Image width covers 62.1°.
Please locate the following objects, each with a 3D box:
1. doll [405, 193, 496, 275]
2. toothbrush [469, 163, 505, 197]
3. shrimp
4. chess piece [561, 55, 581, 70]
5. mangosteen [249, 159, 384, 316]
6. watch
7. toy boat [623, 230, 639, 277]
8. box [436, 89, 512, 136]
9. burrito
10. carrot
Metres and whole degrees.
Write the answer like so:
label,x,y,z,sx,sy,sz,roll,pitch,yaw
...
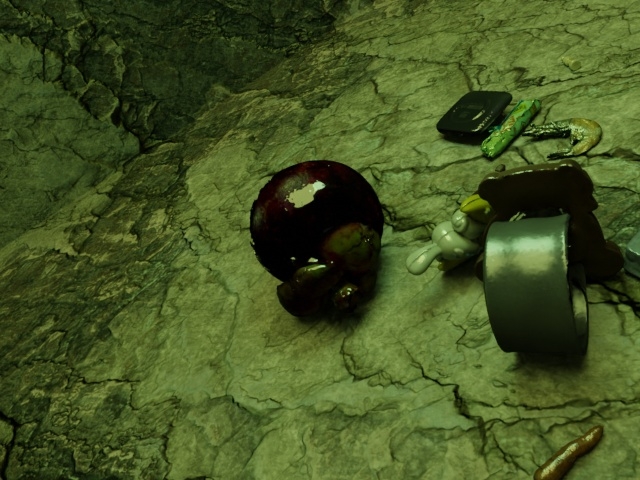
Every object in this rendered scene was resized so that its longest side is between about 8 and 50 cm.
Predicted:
label,x,y,z,sx,sy,sz,roll,pitch,yaw
doll,0.349,-0.008,1.314,0.111,0.252,0.237,53,123,28
toothbrush,0.427,-0.097,1.506,0.041,0.041,0.364,17,58,46
shrimp,0.692,-0.296,1.541,0.217,0.051,0.150,2,55,32
chess piece,0.842,-0.606,1.801,0.035,0.035,0.092,-25,34,10
mangosteen,0.000,-0.007,1.471,0.381,0.421,0.381,-18,-2,-1
watch,0.436,0.055,1.081,0.314,0.335,0.326,-6,34,30
toy boat,0.780,-0.020,1.135,0.283,0.078,0.127,-38,34,-7
box,0.499,-0.422,1.747,0.201,0.042,0.212,-49,35,-9
burrito,0.586,-0.361,1.682,0.288,0.054,0.104,-47,39,-19
carrot,0.444,0.382,0.948,0.165,0.035,0.036,-37,37,-10
